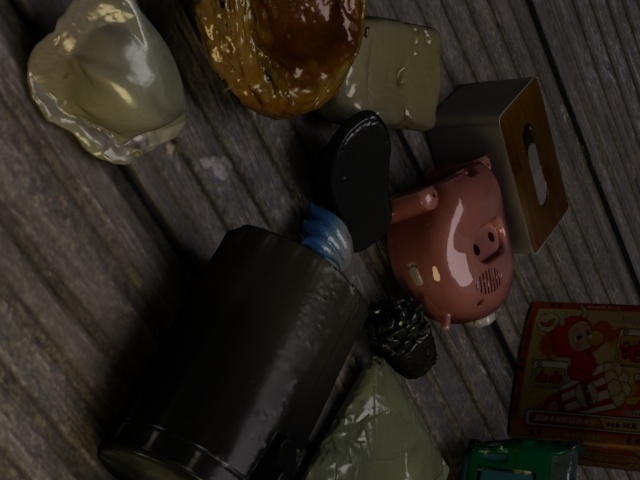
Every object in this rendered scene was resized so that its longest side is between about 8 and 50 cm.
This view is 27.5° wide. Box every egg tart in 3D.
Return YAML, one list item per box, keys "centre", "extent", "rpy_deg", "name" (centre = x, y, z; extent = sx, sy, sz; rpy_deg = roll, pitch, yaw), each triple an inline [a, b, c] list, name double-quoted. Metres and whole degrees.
- centre: [-0.063, -0.320, 1.586]
  extent: [0.352, 0.150, 0.351]
  rpy_deg: [-15, 108, -53]
  name: "egg tart"

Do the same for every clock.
- centre: [0.209, 0.013, 1.944]
  extent: [0.227, 0.142, 0.241]
  rpy_deg: [-28, 100, -51]
  name: "clock"

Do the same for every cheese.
- centre: [0.078, -0.231, 1.835]
  extent: [0.263, 0.093, 0.159]
  rpy_deg: [-1, 88, -54]
  name: "cheese"

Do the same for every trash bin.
- centre: [-0.089, 0.158, 1.479]
  extent: [0.203, 0.252, 0.301]
  rpy_deg: [55, 53, -42]
  name: "trash bin"

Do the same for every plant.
- centre: [0.118, 0.135, 1.891]
  extent: [0.094, 0.092, 0.143]
  rpy_deg: [-43, 135, -9]
  name: "plant"

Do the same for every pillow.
- centre: [0.083, 0.350, 1.862]
  extent: [0.274, 0.076, 0.280]
  rpy_deg: [-58, 134, -34]
  name: "pillow"

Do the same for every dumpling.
- centre: [-0.224, -0.164, 1.395]
  extent: [0.151, 0.124, 0.229]
  rpy_deg: [-34, 135, -6]
  name: "dumpling"

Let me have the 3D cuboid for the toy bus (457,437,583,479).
- centre: [0.304, 0.474, 2.065]
  extent: [0.183, 0.200, 0.343]
  rpy_deg: [47, 50, -69]
  name: "toy bus"

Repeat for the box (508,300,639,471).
- centre: [0.513, 0.256, 2.291]
  extent: [0.214, 0.284, 0.259]
  rpy_deg: [36, 61, -48]
  name: "box"

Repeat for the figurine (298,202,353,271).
- centre: [0.000, 0.000, 1.746]
  extent: [0.114, 0.079, 0.114]
  rpy_deg: [45, 37, -49]
  name: "figurine"

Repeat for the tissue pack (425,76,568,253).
- centre: [0.283, -0.118, 2.090]
  extent: [0.159, 0.136, 0.246]
  rpy_deg: [-47, 128, -44]
  name: "tissue pack"

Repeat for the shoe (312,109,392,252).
- centre: [0.033, -0.088, 1.786]
  extent: [0.108, 0.093, 0.241]
  rpy_deg: [-34, 143, -19]
  name: "shoe"
